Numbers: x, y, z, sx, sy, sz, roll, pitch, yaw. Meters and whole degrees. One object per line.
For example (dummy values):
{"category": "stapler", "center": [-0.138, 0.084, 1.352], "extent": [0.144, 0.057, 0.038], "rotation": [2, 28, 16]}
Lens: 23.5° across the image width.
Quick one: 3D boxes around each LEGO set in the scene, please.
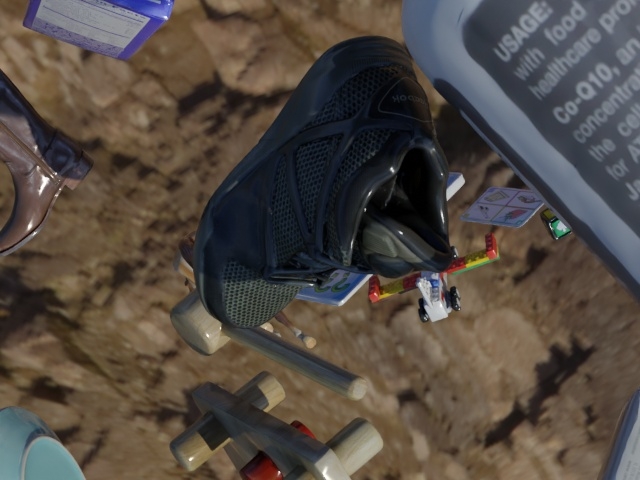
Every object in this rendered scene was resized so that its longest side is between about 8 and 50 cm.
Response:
{"category": "LEGO set", "center": [0.094, -0.009, 1.312], "extent": [0.182, 0.244, 0.060], "rotation": [-44, 121, -26]}

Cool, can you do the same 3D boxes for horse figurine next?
{"category": "horse figurine", "center": [-0.100, 0.049, 1.666], "extent": [0.174, 0.263, 0.066], "rotation": [36, 82, 21]}

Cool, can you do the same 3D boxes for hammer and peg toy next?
{"category": "hammer and peg toy", "center": [-0.027, 0.221, 1.428], "extent": [0.127, 0.266, 0.361], "rotation": [-37, 116, -20]}

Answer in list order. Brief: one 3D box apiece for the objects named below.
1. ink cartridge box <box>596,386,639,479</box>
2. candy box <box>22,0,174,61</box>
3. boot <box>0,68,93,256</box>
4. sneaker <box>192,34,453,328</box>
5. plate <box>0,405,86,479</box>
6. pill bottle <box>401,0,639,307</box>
{"category": "ink cartridge box", "center": [0.211, 0.163, 0.729], "extent": [0.179, 0.045, 0.145], "rotation": [25, 48, 5]}
{"category": "candy box", "center": [-0.174, -0.318, 1.378], "extent": [0.122, 0.317, 0.268], "rotation": [16, 86, -13]}
{"category": "boot", "center": [-0.240, -0.059, 1.136], "extent": [0.114, 0.037, 0.106], "rotation": [44, 79, -29]}
{"category": "sneaker", "center": [0.000, 0.000, 0.925], "extent": [0.227, 0.087, 0.130], "rotation": [-51, 46, 33]}
{"category": "plate", "center": [-0.212, 0.218, 1.215], "extent": [0.024, 0.188, 0.188], "rotation": [-19, 78, 12]}
{"category": "pill bottle", "center": [0.163, -0.081, 0.594], "extent": [0.204, 0.204, 0.361], "rotation": [-42, 85, -4]}
